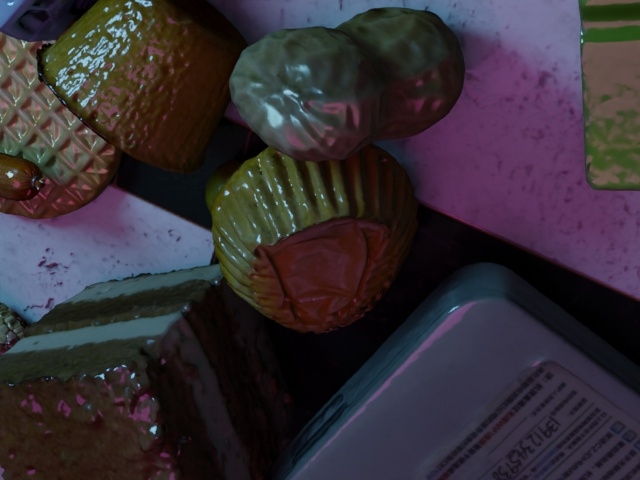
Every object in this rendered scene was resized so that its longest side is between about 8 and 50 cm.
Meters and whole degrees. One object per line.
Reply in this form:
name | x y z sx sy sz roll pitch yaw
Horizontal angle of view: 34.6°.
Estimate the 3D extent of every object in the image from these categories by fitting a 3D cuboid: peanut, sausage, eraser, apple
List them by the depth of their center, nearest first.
eraser | 0.384 -0.151 0.950 0.274 0.092 0.210 0 113 22
peanut | 0.030 -0.160 1.010 0.197 0.233 0.110 47 146 47
apple | -0.090 -0.049 1.184 0.089 0.074 0.089 19 142 16
sausage | -0.465 -0.100 1.276 0.347 0.053 0.053 14 119 30

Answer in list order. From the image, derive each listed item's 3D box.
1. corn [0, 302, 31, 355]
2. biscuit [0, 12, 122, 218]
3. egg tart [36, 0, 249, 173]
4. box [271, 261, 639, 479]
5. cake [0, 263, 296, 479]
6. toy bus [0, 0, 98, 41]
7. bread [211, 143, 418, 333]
corn | -0.377 0.197 1.395 0.098 0.098 0.290 -38 97 30
biscuit | -0.333 -0.150 1.248 0.204 0.040 0.309 20 119 11
egg tart | -0.180 -0.182 1.094 0.215 0.215 0.171 40 106 -1
box | 0.195 0.267 1.148 0.396 0.111 0.396 36 112 -13
cake | -0.211 0.197 1.219 0.282 0.290 0.256 -10 109 25
toy bus | -0.237 -0.338 1.062 0.329 0.136 0.109 -39 94 25
bread | 0.000 -0.001 1.103 0.240 0.139 0.240 -10 137 -10
